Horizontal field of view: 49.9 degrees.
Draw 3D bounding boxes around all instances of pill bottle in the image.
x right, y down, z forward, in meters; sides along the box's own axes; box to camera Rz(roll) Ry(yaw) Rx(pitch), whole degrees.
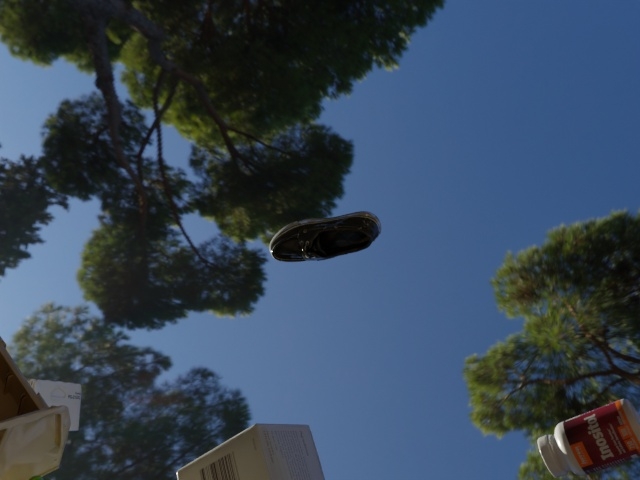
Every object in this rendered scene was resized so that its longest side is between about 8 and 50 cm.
[{"bbox_3d":[0.419,0.309,1.058,0.152,0.086,0.086,-30,-106,21],"label":"pill bottle"}]

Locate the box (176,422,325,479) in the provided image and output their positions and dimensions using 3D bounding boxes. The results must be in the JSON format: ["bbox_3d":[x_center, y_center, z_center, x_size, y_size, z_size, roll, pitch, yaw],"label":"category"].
[{"bbox_3d":[-0.089,0.377,0.971,0.181,0.119,0.181,-37,-123,27],"label":"box"}]

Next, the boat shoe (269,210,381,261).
[{"bbox_3d":[0.000,0.000,0.788,0.142,0.040,0.049,-15,-68,24],"label":"boat shoe"}]

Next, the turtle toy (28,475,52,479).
[{"bbox_3d":[-0.284,0.294,0.658,0.066,0.095,0.130,21,-99,19],"label":"turtle toy"}]

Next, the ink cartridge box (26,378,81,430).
[{"bbox_3d":[-0.631,0.339,1.382,0.237,0.172,0.100,-7,-106,12],"label":"ink cartridge box"}]

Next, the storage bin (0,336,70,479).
[{"bbox_3d":[-0.439,0.160,0.721,0.262,0.260,0.123,38,-62,32],"label":"storage bin"}]
